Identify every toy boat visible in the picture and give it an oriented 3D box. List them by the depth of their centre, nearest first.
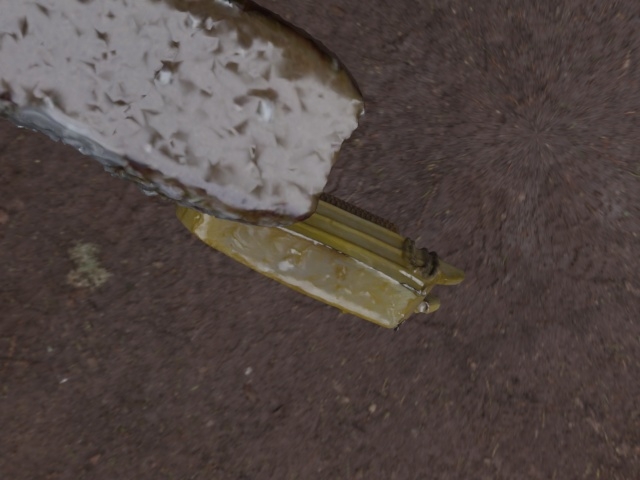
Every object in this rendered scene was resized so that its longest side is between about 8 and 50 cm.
[{"bbox_3d":[0.000,0.000,1.097,0.310,0.115,0.089,23,128,-7],"label":"toy boat"}]

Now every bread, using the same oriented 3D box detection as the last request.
[{"bbox_3d":[-0.186,-0.133,0.498,0.416,0.165,0.113,26,97,-12],"label":"bread"}]
